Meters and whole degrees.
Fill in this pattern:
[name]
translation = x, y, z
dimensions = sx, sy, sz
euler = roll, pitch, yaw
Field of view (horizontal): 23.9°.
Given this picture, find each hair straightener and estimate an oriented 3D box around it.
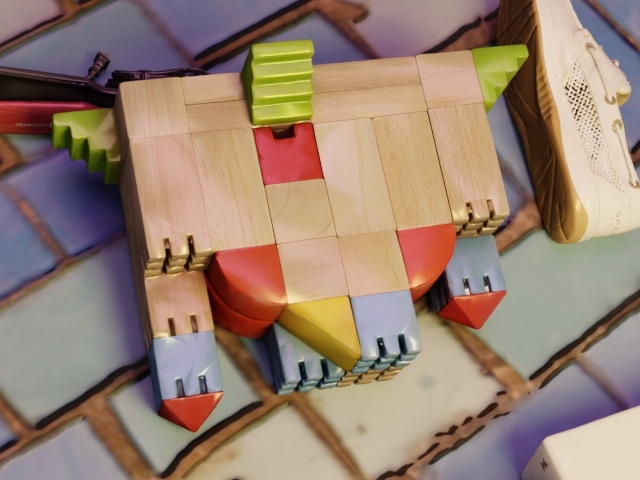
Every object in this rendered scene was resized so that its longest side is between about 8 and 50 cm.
[hair straightener]
translation = -0.176, -0.133, 1.284
dimensions = 0.230, 0.047, 0.089
euler = -2, 55, -5

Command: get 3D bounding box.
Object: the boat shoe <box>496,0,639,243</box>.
[boat shoe]
translation = 0.226, -0.127, 1.342
dimensions = 0.096, 0.098, 0.277
euler = -4, 69, -14

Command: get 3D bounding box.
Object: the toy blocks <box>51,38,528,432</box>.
[toy blocks]
translation = 0.000, 0.000, 1.188
dimensions = 0.381, 0.191, 0.261
euler = -7, 73, -15

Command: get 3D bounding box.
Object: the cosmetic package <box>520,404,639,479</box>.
[cosmetic package]
translation = 0.284, 0.183, 1.169
dimensions = 0.231, 0.085, 0.117
euler = -15, 64, -17
